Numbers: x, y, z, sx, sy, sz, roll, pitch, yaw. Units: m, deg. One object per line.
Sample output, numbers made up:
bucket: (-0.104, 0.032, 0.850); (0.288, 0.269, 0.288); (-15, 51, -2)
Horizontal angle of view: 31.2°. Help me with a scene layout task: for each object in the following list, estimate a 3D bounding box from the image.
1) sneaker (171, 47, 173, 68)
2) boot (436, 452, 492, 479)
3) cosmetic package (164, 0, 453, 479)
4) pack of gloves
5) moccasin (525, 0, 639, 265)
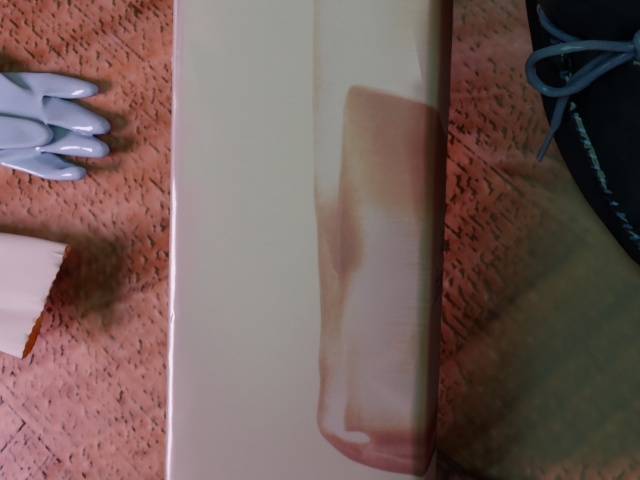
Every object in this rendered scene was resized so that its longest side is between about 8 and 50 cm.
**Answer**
sneaker: (0.006, -0.165, 0.699); (0.153, 0.101, 0.268); (8, 83, 21)
boot: (0.076, 0.182, 0.671); (0.114, 0.037, 0.106); (23, 88, 14)
cosmetic package: (0.000, 0.000, 0.593); (0.129, 0.153, 0.296); (3, 96, 7)
pack of gloves: (-0.262, -0.040, 0.810); (0.232, 0.046, 0.195); (17, 77, 15)
moccasin: (0.160, -0.135, 0.641); (0.138, 0.117, 0.342); (-22, 77, 14)
